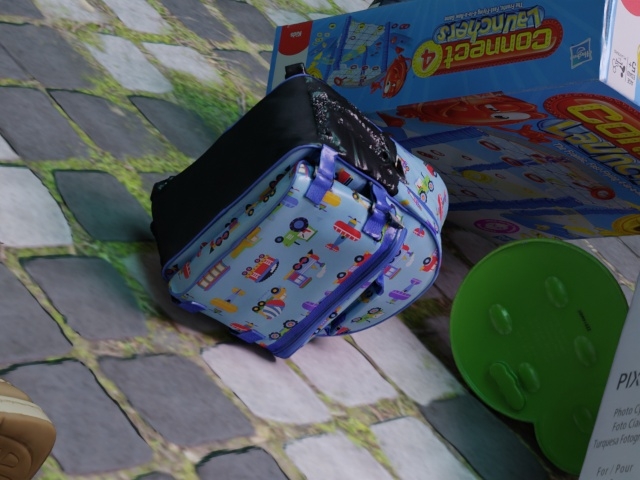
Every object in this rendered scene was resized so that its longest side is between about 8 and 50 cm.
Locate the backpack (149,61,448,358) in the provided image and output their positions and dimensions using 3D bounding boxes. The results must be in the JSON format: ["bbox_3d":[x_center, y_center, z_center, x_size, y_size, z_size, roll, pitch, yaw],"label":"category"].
[{"bbox_3d":[0.000,0.000,1.024,0.173,0.158,0.117,34,28,-35],"label":"backpack"}]

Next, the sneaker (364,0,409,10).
[{"bbox_3d":[0.076,-0.173,1.452,0.131,0.148,0.350,34,23,-3],"label":"sneaker"}]

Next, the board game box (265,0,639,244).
[{"bbox_3d":[0.170,-0.087,1.214,0.302,0.086,0.308,-4,-20,44],"label":"board game box"}]

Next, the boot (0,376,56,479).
[{"bbox_3d":[-0.254,0.038,0.672,0.262,0.095,0.203,2,39,-46],"label":"boot"}]

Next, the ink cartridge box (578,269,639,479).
[{"bbox_3d":[0.332,0.119,1.022,0.308,0.385,0.091,27,-20,-17],"label":"ink cartridge box"}]

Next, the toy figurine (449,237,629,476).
[{"bbox_3d":[0.188,0.081,1.192,0.173,0.130,0.159,64,19,9],"label":"toy figurine"}]
